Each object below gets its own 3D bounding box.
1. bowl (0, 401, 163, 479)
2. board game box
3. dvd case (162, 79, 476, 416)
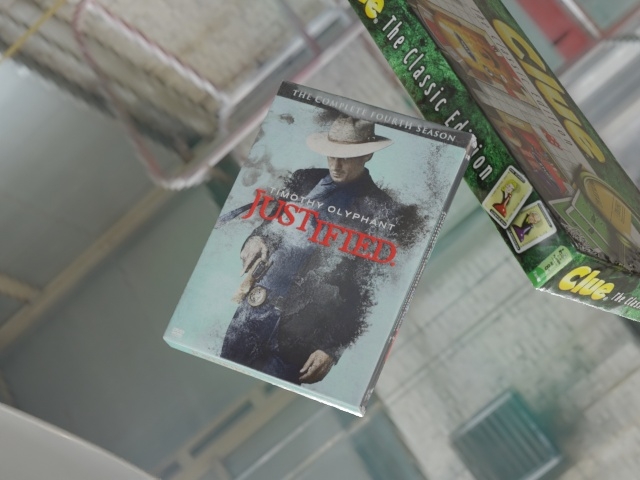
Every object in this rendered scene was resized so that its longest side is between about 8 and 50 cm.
[{"bbox_3d":[-0.118,0.121,0.480,0.142,0.053,0.142,23,-146,7],"label":"bowl"},{"bbox_3d":[0.080,-0.071,0.677,0.136,0.030,0.259,19,-145,-50],"label":"board game box"},{"bbox_3d":[0.000,0.000,0.567,0.087,0.119,0.013,19,162,20],"label":"dvd case"}]
